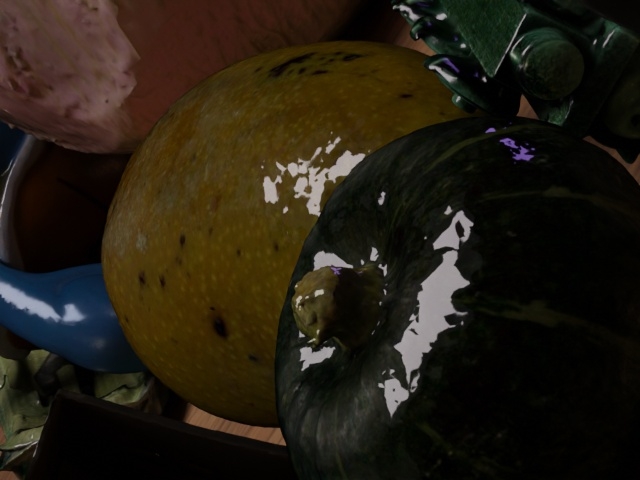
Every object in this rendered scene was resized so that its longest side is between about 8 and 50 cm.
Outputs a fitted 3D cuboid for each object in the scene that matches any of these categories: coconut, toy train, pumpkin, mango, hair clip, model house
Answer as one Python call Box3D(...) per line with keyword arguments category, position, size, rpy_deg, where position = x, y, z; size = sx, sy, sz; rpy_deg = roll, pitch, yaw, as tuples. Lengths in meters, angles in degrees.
Box3D(category="coconut", position=(-0.117, -0.239, 1.397), size=(0.404, 0.404, 0.404), rpy_deg=(-59, 15, 26))
Box3D(category="toy train", position=(0.095, -0.087, 0.817), size=(0.071, 0.111, 0.170), rpy_deg=(-62, 17, 17))
Box3D(category="pumpkin", position=(0.052, 0.036, 0.707), size=(0.167, 0.125, 0.167), rpy_deg=(-18, 59, 31))
Box3D(category="mango", position=(-0.003, -0.007, 0.941), size=(0.176, 0.175, 0.329), rpy_deg=(69, 160, 1))
Box3D(category="hair clip", position=(-0.184, 0.135, 1.523), size=(0.321, 0.138, 0.091), rpy_deg=(-139, 30, -75))
Box3D(category="model house", position=(-0.129, 0.207, 1.016), size=(0.243, 0.204, 0.211), rpy_deg=(104, -176, -64))

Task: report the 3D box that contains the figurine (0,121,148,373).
Box3D(category="figurine", position=(-0.213, -0.026, 1.555), size=(0.416, 0.243, 0.298), rpy_deg=(-90, 0, -65))

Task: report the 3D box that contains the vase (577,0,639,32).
Box3D(category="vase", position=(0.161, -0.223, 0.727), size=(0.251, 0.156, 0.301), rpy_deg=(0, 70, 51))
